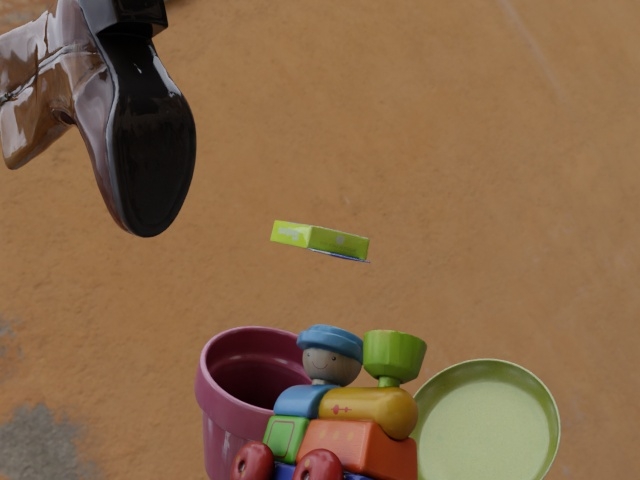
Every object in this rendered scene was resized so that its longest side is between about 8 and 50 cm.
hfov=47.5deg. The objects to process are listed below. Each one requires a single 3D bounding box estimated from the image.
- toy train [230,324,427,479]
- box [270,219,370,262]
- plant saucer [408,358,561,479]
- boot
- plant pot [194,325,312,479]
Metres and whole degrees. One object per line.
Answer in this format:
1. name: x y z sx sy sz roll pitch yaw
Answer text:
1. toy train: 0.045 0.126 0.502 0.248 0.105 0.143 -17 51 54
2. box: 0.000 0.000 1.193 0.109 0.042 0.178 12 0 -26
3. plant saucer: 0.231 0.286 1.064 0.241 0.037 0.241 -18 43 18
4. boot: -0.257 -0.114 0.725 0.280 0.264 0.096 -13 1 40
5. plant pot: -0.083 0.247 1.012 0.201 0.201 0.180 -26 -45 -57
